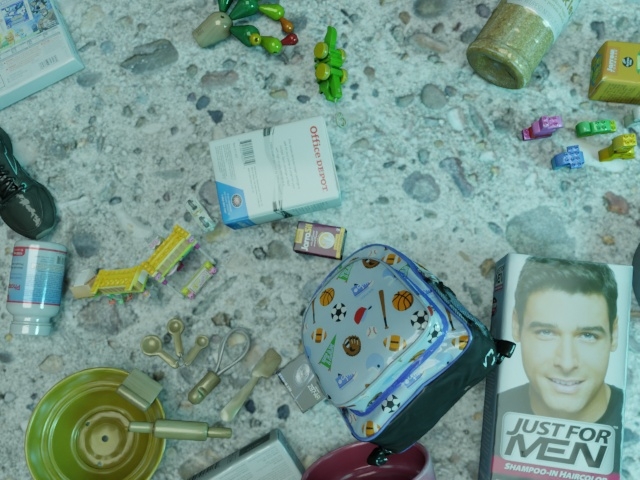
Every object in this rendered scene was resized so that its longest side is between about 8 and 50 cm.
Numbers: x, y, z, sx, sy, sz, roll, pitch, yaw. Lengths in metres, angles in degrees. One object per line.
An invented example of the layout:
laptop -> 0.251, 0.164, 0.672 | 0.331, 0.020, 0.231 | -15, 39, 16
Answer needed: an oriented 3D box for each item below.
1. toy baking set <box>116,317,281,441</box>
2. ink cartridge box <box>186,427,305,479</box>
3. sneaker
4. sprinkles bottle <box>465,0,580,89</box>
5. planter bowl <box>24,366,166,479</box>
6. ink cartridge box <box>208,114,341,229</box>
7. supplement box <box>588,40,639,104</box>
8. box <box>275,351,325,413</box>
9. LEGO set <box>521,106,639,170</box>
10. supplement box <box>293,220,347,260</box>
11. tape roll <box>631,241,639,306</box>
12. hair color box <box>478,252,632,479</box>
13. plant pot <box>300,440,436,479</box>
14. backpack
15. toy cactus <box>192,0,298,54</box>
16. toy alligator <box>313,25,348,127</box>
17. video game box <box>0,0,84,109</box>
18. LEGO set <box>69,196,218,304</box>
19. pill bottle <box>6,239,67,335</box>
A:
toy baking set -> -0.197, 0.229, 1.037 | 0.256, 0.030, 0.197 | 10, 68, -5
ink cartridge box -> -0.091, 0.453, 1.034 | 0.189, 0.066, 0.232 | -30, 100, 1
sneaker -> -0.580, -0.112, 1.137 | 0.101, 0.106, 0.267 | -39, 81, -2
sprinkles bottle -> 0.388, -0.430, 1.068 | 0.121, 0.121, 0.356 | 33, 87, 10
planter bowl -> -0.360, 0.324, 1.040 | 0.217, 0.090, 0.217 | 3, 69, -9
ink cartridge box -> -0.074, -0.114, 1.088 | 0.203, 0.086, 0.148 | -12, 81, 4
supplement box -> 0.573, -0.268, 1.044 | 0.233, 0.080, 0.078 | 7, 80, 10
box -> -0.025, 0.237, 1.064 | 0.067, 0.018, 0.083 | -35, 79, 1
LEGO set -> 0.459, -0.169, 1.033 | 0.227, 0.093, 0.087 | -8, 81, 5
supplement box -> 0.000, 0.000, 1.084 | 0.083, 0.043, 0.055 | 9, 84, 8
tape roll -> 0.613, 0.056, 0.993 | 0.219, 0.072, 0.219 | -1, 82, 6
hair color box -> 0.357, 0.218, 0.977 | 0.185, 0.113, 0.375 | 6, 81, 7
plant pot -> 0.085, 0.422, 0.946 | 0.201, 0.201, 0.180 | -13, 95, 4
backpack -> 0.091, 0.142, 0.945 | 0.276, 0.213, 0.263 | -43, 40, 6
toy cactus -> -0.151, -0.410, 1.144 | 0.180, 0.112, 0.219 | -31, 88, 11
toy alligator -> 0.014, -0.285, 1.125 | 0.051, 0.056, 0.190 | -13, 78, 47
video game box -> -0.578, -0.368, 1.204 | 0.205, 0.048, 0.187 | -25, 81, 2
LEGO set -> -0.288, 0.059, 1.099 | 0.287, 0.107, 0.132 | -34, 45, 5
pill bottle -> -0.497, 0.083, 1.106 | 0.087, 0.087, 0.160 | 3, 81, 7
